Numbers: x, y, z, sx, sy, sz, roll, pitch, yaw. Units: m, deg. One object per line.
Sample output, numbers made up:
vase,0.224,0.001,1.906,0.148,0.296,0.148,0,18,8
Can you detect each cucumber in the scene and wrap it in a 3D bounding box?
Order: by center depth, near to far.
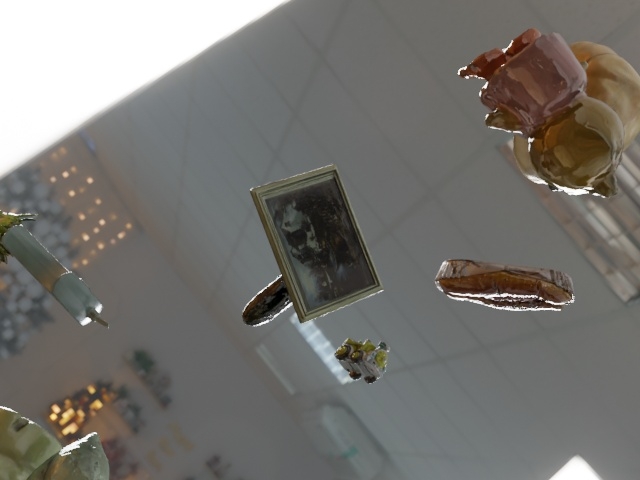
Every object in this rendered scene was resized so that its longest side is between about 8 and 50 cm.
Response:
cucumber,-0.065,0.100,2.245,0.081,0.303,0.072,10,-51,35

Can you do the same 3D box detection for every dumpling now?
dumpling,-0.464,0.425,1.830,0.149,0.104,0.216,16,22,-10

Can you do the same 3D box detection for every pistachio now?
pistachio,0.482,-0.234,1.873,0.238,0.229,0.321,18,-33,-4

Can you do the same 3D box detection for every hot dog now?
hot dog,0.355,0.087,1.911,0.268,0.075,0.144,6,-16,13

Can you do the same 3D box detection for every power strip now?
power strip,-0.368,0.063,1.411,0.216,0.044,0.137,33,-19,41

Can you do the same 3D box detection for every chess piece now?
chess piece,-0.674,0.539,1.868,0.234,0.442,0.234,23,-29,13

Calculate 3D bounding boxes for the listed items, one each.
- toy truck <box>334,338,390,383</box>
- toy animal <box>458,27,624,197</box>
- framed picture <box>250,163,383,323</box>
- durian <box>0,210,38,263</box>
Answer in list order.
toy truck,0.088,0.227,1.936,0.111,0.077,0.076,6,-42,46
toy animal,0.350,-0.182,1.459,0.281,0.195,0.169,60,-16,4
framed picture,0.000,0.000,2.064,0.019,0.232,0.296,-24,-93,56
durian,-0.694,-0.019,1.912,0.158,0.169,0.352,27,-7,-38
